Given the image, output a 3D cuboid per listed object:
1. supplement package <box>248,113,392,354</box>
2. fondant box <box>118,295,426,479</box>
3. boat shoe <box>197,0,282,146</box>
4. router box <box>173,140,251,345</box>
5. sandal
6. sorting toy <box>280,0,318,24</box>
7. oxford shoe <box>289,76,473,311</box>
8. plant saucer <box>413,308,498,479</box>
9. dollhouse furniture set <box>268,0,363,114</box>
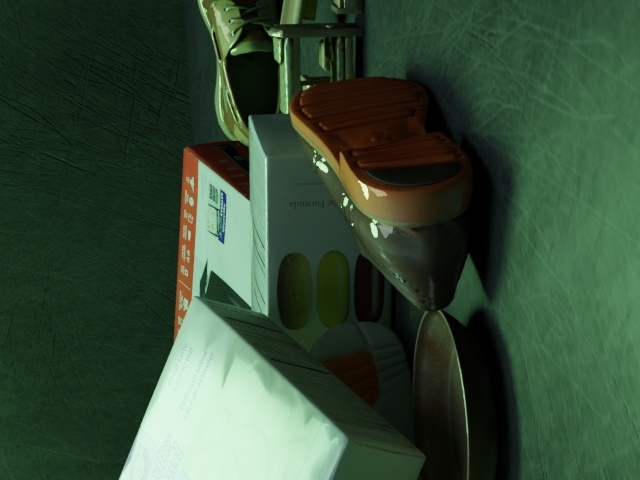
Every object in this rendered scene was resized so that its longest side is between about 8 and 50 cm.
[{"bbox_3d":[0.000,0.000,1.799,0.134,0.139,0.244,-113,21,-65],"label":"supplement package"},{"bbox_3d":[-0.061,0.227,1.616,0.330,0.096,0.238,37,107,56],"label":"fondant box"},{"bbox_3d":[-0.099,-0.291,2.437,0.120,0.122,0.324,-146,46,-72],"label":"boat shoe"},{"bbox_3d":[-0.077,0.084,2.110,0.301,0.082,0.335,38,130,51],"label":"router box"},{"bbox_3d":[0.046,0.197,1.684,0.076,0.102,0.265,102,161,-48],"label":"sandal"},{"bbox_3d":[-0.007,-0.341,1.988,0.208,0.038,0.193,110,169,-56],"label":"sorting toy"},{"bbox_3d":[0.049,-0.053,1.542,0.364,0.130,0.133,-110,12,-65],"label":"oxford shoe"},{"bbox_3d":[0.116,0.154,1.449,0.198,0.036,0.198,178,90,-81],"label":"plant saucer"},{"bbox_3d":[-0.016,-0.231,1.946,0.161,0.101,0.182,-125,33,-73],"label":"dollhouse furniture set"}]
